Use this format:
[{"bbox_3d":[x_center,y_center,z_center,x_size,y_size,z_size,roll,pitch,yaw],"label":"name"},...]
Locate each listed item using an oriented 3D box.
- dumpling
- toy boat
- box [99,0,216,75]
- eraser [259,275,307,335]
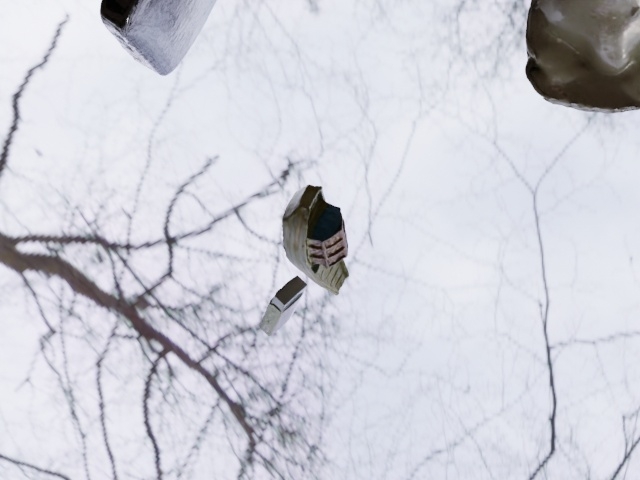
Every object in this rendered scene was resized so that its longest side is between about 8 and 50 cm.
[{"bbox_3d":[0.234,-0.201,0.925,0.173,0.142,0.247,19,-84,16],"label":"dumpling"},{"bbox_3d":[0.000,0.000,1.455,0.066,0.172,0.065,18,-119,20],"label":"toy boat"},{"bbox_3d":[-0.153,-0.344,1.535,0.073,0.289,0.290,26,-92,5],"label":"box"},{"bbox_3d":[-0.039,0.068,1.392,0.019,0.083,0.038,45,-117,9],"label":"eraser"}]
